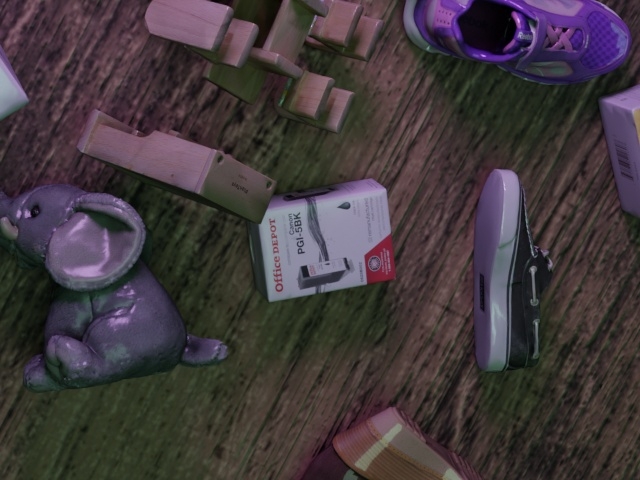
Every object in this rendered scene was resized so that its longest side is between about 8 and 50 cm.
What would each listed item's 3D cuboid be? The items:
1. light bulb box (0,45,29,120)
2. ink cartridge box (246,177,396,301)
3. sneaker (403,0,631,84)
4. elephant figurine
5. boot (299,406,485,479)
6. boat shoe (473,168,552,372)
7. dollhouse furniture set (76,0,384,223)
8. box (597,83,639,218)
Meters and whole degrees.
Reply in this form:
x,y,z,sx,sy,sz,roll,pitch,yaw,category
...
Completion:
x,y,z,sx,sy,sz,roll,pitch,yaw,category
-0.460,-0.129,1.445,0.361,0.358,0.225,-33,106,-4,light bulb box
0.000,0.000,1.748,0.135,0.056,0.099,-11,106,-12,ink cartridge box
0.205,-0.204,1.729,0.236,0.104,0.095,8,99,-17,sneaker
-0.225,0.017,1.655,0.186,0.169,0.239,-8,89,-41,elephant figurine
0.073,0.306,1.838,0.207,0.090,0.248,-42,110,11,boot
0.200,0.030,1.800,0.070,0.078,0.219,-4,111,-13,boat shoe
-0.095,-0.160,1.632,0.212,0.161,0.242,27,84,-52,dollhouse furniture set
0.392,-0.106,1.805,0.171,0.091,0.130,-19,106,-9,box
